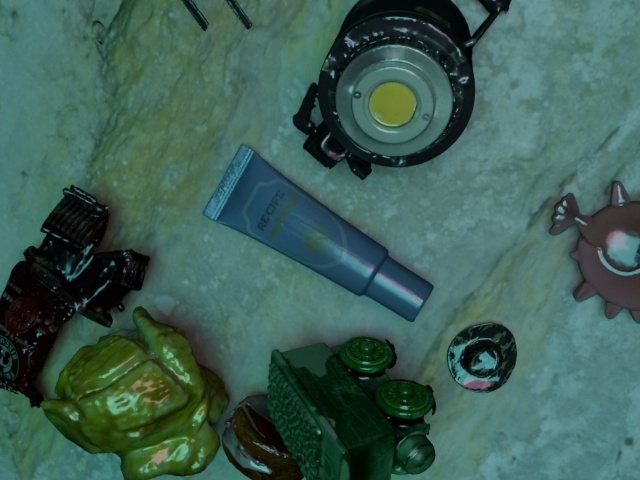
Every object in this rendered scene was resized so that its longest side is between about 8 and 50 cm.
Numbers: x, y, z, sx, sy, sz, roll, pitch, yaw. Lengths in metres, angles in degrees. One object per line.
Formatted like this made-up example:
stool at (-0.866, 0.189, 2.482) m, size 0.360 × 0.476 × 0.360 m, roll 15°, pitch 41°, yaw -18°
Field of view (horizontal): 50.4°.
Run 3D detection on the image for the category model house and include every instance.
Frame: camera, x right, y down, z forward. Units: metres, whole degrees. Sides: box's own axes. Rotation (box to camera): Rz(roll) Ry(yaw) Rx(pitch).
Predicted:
model house at (-0.376, 0.025, 1.114) m, size 0.203 × 0.141 × 0.164 m, roll 40°, pitch 88°, yaw -1°

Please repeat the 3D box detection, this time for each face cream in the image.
face cream at (0.000, 0.000, 1.086) m, size 0.385 × 0.086 × 0.136 m, roll 32°, pitch 99°, yaw 7°

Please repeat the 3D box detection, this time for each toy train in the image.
toy train at (0.050, 0.258, 1.016) m, size 0.202 × 0.266 × 0.145 m, roll -11°, pitch 122°, yaw -26°

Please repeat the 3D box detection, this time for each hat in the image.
hat at (0.262, 0.189, 1.089) m, size 0.121 × 0.050 × 0.121 m, roll 0°, pitch 94°, yaw 6°

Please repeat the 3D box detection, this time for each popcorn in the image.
popcorn at (-0.286, 0.257, 1.089) m, size 0.276 × 0.276 × 0.225 m, roll 40°, pitch 65°, yaw 1°

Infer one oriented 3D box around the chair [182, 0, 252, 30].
chair at (-0.199, -0.439, 1.013) m, size 0.247 × 0.159 × 0.172 m, roll 42°, pitch 117°, yaw 3°

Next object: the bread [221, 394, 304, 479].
bread at (-0.080, 0.322, 1.098) m, size 0.160 × 0.160 × 0.073 m, roll 26°, pitch 106°, yaw 3°

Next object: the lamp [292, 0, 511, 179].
lamp at (0.117, -0.238, 0.938) m, size 0.205 × 0.272 × 0.374 m, roll 38°, pitch 101°, yaw -14°

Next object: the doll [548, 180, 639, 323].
doll at (0.465, 0.017, 1.023) m, size 0.262 × 0.093 × 0.211 m, roll 26°, pitch 102°, yaw 3°

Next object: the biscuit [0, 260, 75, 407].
biscuit at (-0.514, 0.171, 1.176) m, size 0.151 × 0.063 × 0.235 m, roll 30°, pitch 105°, yaw 20°
